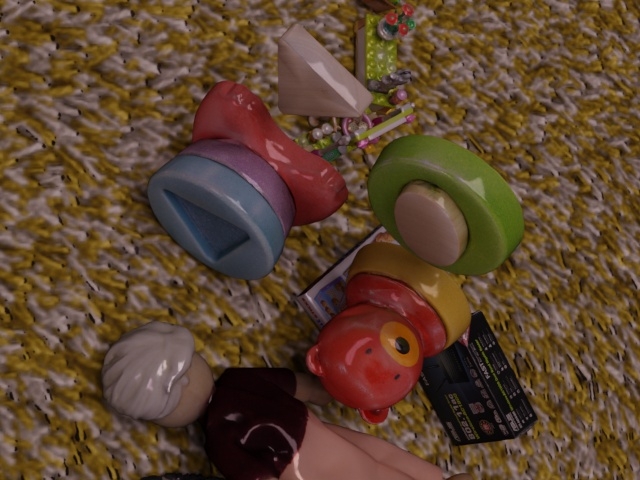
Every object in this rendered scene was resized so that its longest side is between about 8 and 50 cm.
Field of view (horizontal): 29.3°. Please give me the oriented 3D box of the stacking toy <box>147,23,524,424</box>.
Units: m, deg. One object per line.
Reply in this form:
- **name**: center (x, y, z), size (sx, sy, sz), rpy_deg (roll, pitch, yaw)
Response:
- **stacking toy**: center (0.000, 0.000, 1.005), size (0.309, 0.279, 0.130), rpy_deg (38, 61, -1)

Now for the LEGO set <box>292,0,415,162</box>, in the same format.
- **LEGO set**: center (0.042, -0.158, 1.170), size (0.132, 0.107, 0.287), rpy_deg (42, 64, -14)

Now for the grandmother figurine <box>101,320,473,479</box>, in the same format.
- **grandmother figurine**: center (-0.031, 0.177, 1.048), size (0.342, 0.208, 0.104), rpy_deg (30, 104, -9)

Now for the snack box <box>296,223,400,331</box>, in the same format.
- **snack box**: center (0.059, 0.026, 1.189), size (0.178, 0.022, 0.064), rpy_deg (-40, 98, -28)

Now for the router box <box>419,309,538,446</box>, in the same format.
- **router box**: center (0.140, 0.133, 1.169), size (0.038, 0.092, 0.122), rpy_deg (-30, 94, -34)

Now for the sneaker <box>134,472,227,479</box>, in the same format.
- **sneaker**: center (-0.156, 0.274, 0.995), size (0.275, 0.107, 0.110), rpy_deg (-20, 123, -36)
